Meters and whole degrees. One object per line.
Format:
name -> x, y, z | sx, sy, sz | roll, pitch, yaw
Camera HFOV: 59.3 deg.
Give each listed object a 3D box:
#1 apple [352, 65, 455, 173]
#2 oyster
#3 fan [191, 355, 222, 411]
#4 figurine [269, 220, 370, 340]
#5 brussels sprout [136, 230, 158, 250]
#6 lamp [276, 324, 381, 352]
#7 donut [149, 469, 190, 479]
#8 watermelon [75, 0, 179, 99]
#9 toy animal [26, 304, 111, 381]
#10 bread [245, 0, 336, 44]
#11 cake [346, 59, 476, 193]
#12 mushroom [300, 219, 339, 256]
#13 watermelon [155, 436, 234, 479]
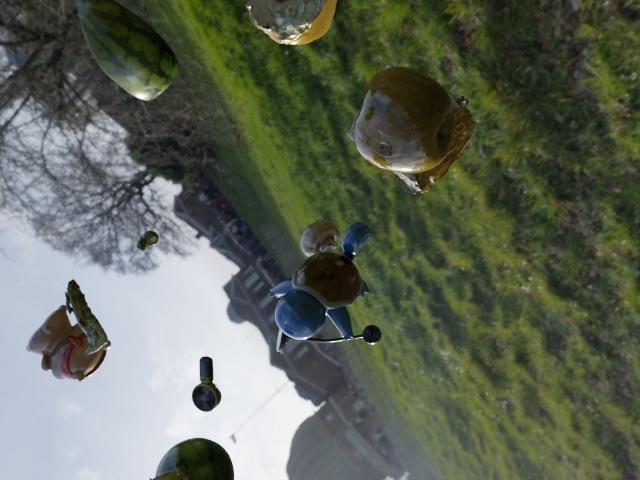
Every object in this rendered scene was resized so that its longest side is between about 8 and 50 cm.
apple -> 0.215, -0.293, 1.405 | 0.264, 0.264, 0.264 | 46, -177, -3
oyster -> -0.572, 0.183, 1.383 | 0.199, 0.061, 0.106 | 61, 171, 11
fan -> -0.312, 0.394, 1.556 | 0.082, 0.155, 0.039 | 4, -172, 19
figurine -> 0.026, 0.140, 1.717 | 0.298, 0.416, 0.243 | 35, 158, 8
brussels sprout -> -0.525, 0.002, 1.691 | 0.046, 0.051, 0.083 | 66, -149, -14
lamp -> 0.021, 0.336, 1.949 | 0.108, 0.371, 0.130 | 67, -152, -65
donut -> -0.373, 0.653, 1.372 | 0.068, 0.174, 0.174 | 3, 148, 46
watermelon -> -0.411, -0.436, 1.278 | 0.303, 0.128, 0.159 | 43, -150, -58
toy animal -> -0.702, 0.297, 1.578 | 0.198, 0.171, 0.171 | 38, -177, -3
bread -> -0.067, -0.589, 1.343 | 0.184, 0.211, 0.224 | 33, 143, 4
cake -> 0.304, -0.354, 1.851 | 0.307, 0.314, 0.293 | 37, -175, 30
mushroom -> 0.000, 0.000, 2.215 | 0.127, 0.166, 0.166 | 47, -178, 43
watermelon -> -0.388, 0.736, 1.746 | 0.242, 0.242, 0.242 | 46, -177, -3
